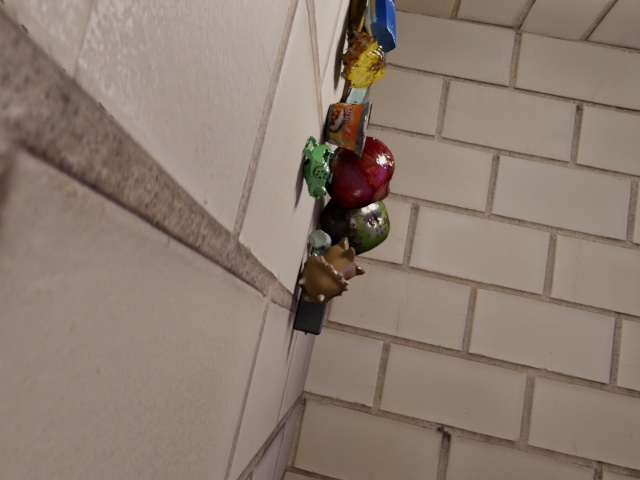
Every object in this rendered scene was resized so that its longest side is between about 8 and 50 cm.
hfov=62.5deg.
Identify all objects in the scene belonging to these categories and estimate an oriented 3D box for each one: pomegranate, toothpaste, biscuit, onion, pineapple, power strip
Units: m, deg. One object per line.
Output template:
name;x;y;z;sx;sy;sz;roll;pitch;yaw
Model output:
pomegranate;0.110;-0.078;2.119;0.341;0.285;0.284;4;-99;61
toothpaste;0.136;-0.507;1.952;0.312;0.071;0.089;-73;175;-58
biscuit;0.127;-0.766;1.640;0.203;0.041;0.259;-73;171;-51
onion;0.141;-0.238;1.865;0.276;0.277;0.275;12;90;-85
pineapple;0.099;-0.563;1.617;0.140;0.164;0.250;-39;175;8
power strip;-0.026;0.226;1.957;0.070;0.105;0.256;83;21;-76

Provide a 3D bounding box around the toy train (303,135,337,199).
toy train;-0.008;-0.181;1.337;0.149;0.081;0.099;105;0;-46

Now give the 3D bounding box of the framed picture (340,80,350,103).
framed picture;0.099;-0.547;1.982;0.128;0.023;0.168;-52;154;-81

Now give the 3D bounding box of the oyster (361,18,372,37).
oyster;0.157;-0.706;1.821;0.222;0.083;0.214;-59;-174;12

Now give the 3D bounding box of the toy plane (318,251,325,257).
toy plane;-0.003;0.119;2.119;0.174;0.080;0.173;12;90;-83

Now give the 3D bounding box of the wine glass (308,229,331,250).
wine glass;0.000;0.000;1.879;0.155;0.074;0.073;52;50;-85

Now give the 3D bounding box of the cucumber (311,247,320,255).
cucumber;-0.012;0.023;2.027;0.037;0.037;0.155;97;6;-46

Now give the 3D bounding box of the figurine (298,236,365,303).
figurine;0.034;0.105;1.776;0.177;0.247;0.173;61;-11;8

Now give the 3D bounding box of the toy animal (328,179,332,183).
toy animal;0.008;-0.217;1.682;0.028;0.050;0.084;-43;-118;41

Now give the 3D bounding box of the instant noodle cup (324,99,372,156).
instant noodle cup;0.083;-0.357;1.641;0.208;0.126;0.177;76;27;-80

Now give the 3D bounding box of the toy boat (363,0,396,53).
toy boat;0.181;-0.723;1.623;0.129;0.088;0.294;42;44;-55
